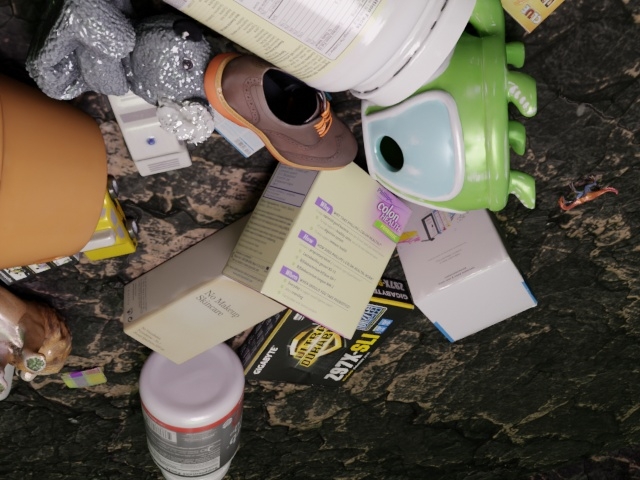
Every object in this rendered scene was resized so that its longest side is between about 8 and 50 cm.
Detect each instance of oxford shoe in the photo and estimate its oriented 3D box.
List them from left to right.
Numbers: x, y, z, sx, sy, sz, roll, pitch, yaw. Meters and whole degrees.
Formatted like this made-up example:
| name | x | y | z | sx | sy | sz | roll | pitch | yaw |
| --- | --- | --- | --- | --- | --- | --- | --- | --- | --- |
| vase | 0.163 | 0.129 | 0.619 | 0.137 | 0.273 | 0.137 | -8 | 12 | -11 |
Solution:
| name | x | y | z | sx | sy | sz | roll | pitch | yaw |
| --- | --- | --- | --- | --- | --- | --- | --- | --- | --- |
| oxford shoe | -0.022 | -0.149 | 0.822 | 0.271 | 0.098 | 0.097 | 20 | 85 | -50 |

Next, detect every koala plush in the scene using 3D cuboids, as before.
| name | x | y | z | sx | sy | sz | roll | pitch | yaw |
| --- | --- | --- | --- | --- | --- | --- | --- | --- | --- |
| koala plush | -0.214 | -0.228 | 0.770 | 0.221 | 0.196 | 0.203 | 20 | 143 | -33 |

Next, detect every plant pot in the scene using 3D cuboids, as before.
| name | x | y | z | sx | sy | sz | roll | pitch | yaw |
| --- | --- | --- | --- | --- | --- | --- | --- | --- | --- |
| plant pot | -0.407 | -0.084 | 0.811 | 0.203 | 0.291 | 0.291 | 5 | 137 | -44 |

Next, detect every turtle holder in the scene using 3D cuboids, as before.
| name | x | y | z | sx | sy | sz | roll | pitch | yaw |
| --- | --- | --- | --- | --- | --- | --- | --- | --- | --- |
| turtle holder | 0.172 | -0.184 | 0.883 | 0.227 | 0.244 | 0.320 | -3 | 145 | 14 |

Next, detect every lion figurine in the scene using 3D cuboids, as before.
| name | x | y | z | sx | sy | sz | roll | pitch | yaw |
| --- | --- | --- | --- | --- | --- | --- | --- | --- | --- |
| lion figurine | -0.561 | 0.110 | 1.049 | 0.142 | 0.240 | 0.392 | -36 | 120 | -1 |

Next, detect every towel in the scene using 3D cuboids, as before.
| name | x | y | z | sx | sy | sz | roll | pitch | yaw |
| --- | --- | --- | --- | --- | --- | --- | --- | --- | --- |
| towel | -0.504 | 0.293 | 1.371 | 0.083 | 0.009 | 0.060 | -11 | 139 | -4 |

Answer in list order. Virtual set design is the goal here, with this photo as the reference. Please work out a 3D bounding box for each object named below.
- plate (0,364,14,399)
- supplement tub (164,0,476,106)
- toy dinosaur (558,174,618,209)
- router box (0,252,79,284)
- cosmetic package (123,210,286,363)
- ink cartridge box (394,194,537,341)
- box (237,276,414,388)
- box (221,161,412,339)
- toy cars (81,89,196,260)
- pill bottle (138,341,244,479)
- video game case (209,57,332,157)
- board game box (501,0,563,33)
| name | x | y | z | sx | sy | sz | roll | pitch | yaw |
| --- | --- | --- | --- | --- | --- | --- | --- | --- | --- |
| plate | -0.727 | 0.233 | 1.214 | 0.277 | 0.045 | 0.277 | 10 | 132 | -26 |
| supplement tub | -0.019 | -0.303 | 0.668 | 0.324 | 0.236 | 0.235 | 24 | 126 | -25 |
| toy dinosaur | 0.496 | -0.086 | 1.214 | 0.082 | 0.090 | 0.047 | -45 | 122 | -13 |
| router box | -0.489 | -0.013 | 1.015 | 0.133 | 0.046 | 0.179 | -19 | 138 | 5 |
| cosmetic package | -0.189 | 0.090 | 1.168 | 0.309 | 0.113 | 0.160 | -29 | 136 | 16 |
| ink cartridge box | 0.238 | 0.018 | 1.123 | 0.168 | 0.233 | 0.171 | -28 | 137 | 18 |
| box | 0.005 | 0.191 | 1.360 | 0.257 | 0.079 | 0.322 | 12 | 132 | -30 |
| box | 0.000 | 0.000 | 1.029 | 0.213 | 0.117 | 0.243 | 32 | 82 | -40 |
| toy cars | -0.297 | -0.089 | 0.958 | 0.176 | 0.087 | 0.394 | 18 | 129 | -32 |
| pill bottle | -0.274 | 0.385 | 1.389 | 0.210 | 0.210 | 0.363 | -3 | 138 | -13 |
| video game case | -0.082 | -0.204 | 0.951 | 0.166 | 0.015 | 0.119 | -31 | 135 | 18 |
| board game box | 0.258 | -0.398 | 0.819 | 0.243 | 0.042 | 0.165 | 25 | 125 | -36 |
